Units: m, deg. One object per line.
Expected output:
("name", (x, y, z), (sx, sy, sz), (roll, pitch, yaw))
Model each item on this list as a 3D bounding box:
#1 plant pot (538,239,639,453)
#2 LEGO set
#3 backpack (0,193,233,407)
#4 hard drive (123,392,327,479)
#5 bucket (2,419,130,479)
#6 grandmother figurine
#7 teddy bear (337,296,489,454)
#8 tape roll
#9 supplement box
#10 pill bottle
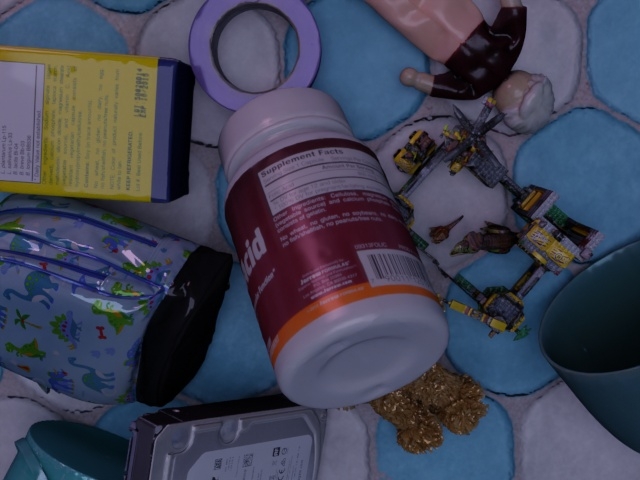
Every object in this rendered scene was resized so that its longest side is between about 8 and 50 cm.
("plant pot", (0.488, 0.170, 1.405), (0.293, 0.293, 0.235), (-33, 110, 4))
("LEGO set", (0.232, -0.016, 1.423), (0.255, 0.192, 0.331), (-41, 94, 5))
("backpack", (-0.342, 0.078, 1.418), (0.355, 0.273, 0.290), (33, 133, 10))
("hard drive", (-0.132, 0.344, 1.420), (0.064, 0.339, 0.237), (15, 98, 41))
("bucket", (-0.339, 0.389, 1.446), (0.281, 0.281, 0.183), (22, 91, -2))
("grandmother figurine", (0.208, -0.288, 1.446), (0.342, 0.104, 0.208), (44, 114, -7))
("teddy bear", (0.090, 0.168, 1.464), (0.245, 0.113, 0.338), (-15, 107, 39))
("tape roll", (-0.092, -0.275, 1.455), (0.189, 0.080, 0.189), (0, 97, 1))
("supplement box", (-0.367, -0.166, 1.413), (0.356, 0.195, 0.194), (5, 96, -1))
("pill bottle", (0.000, 0.000, 1.329), (0.224, 0.224, 0.392), (-22, 56, 3))
